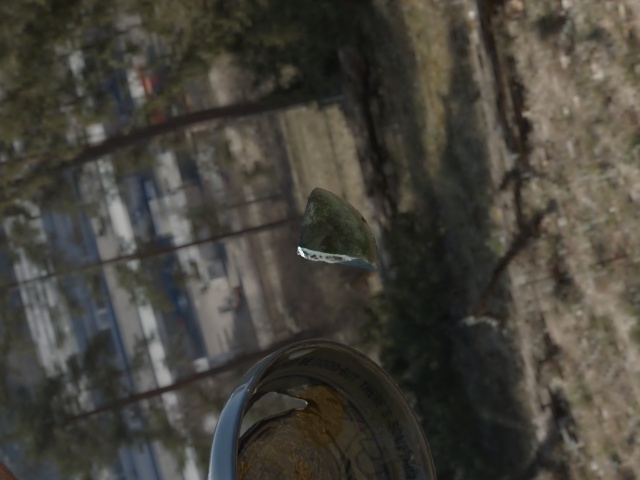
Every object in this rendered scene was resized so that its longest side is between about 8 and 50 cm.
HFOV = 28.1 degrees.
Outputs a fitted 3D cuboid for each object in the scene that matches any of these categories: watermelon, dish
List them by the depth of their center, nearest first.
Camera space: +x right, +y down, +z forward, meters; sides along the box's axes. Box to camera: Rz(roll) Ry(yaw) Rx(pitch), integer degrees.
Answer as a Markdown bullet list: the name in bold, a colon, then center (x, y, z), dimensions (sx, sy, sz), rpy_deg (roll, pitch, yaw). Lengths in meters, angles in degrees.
- **watermelon**: center (0.000, 0.000, 1.012), dimensions (0.061, 0.085, 0.085), rpy_deg (-46, 57, 39)
- **dish**: center (-0.024, 0.240, 1.209), dimensions (0.134, 0.273, 0.273), rpy_deg (-21, 83, 39)

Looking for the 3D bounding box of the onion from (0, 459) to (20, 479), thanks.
- **onion**: center (-0.226, 0.175, 0.548), dimensions (0.276, 0.276, 0.276), rpy_deg (166, 90, -71)
